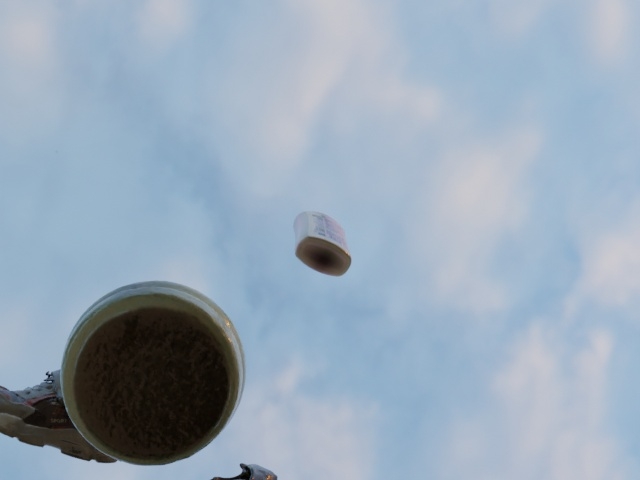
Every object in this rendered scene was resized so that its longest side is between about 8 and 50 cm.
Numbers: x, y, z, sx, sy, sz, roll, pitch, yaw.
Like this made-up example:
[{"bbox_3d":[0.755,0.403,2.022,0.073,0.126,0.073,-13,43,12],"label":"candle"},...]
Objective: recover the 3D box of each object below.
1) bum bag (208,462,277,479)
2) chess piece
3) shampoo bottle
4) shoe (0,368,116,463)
[{"bbox_3d":[-0.149,0.334,1.101,0.232,0.060,0.106,-47,-38,18],"label":"bum bag"},{"bbox_3d":[-0.182,0.130,1.135,0.194,0.299,0.194,0,-85,-3],"label":"chess piece"},{"bbox_3d":[0.000,0.000,1.210,0.072,0.099,0.043,26,-70,-16],"label":"shampoo bottle"},{"bbox_3d":[-0.342,0.207,1.268,0.227,0.099,0.125,22,-95,-14],"label":"shoe"}]
